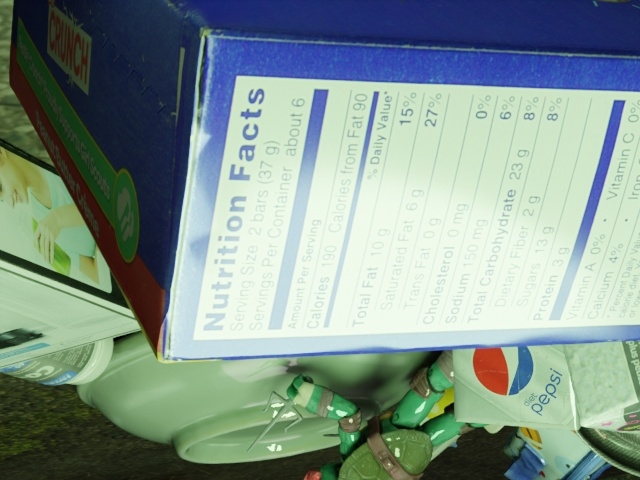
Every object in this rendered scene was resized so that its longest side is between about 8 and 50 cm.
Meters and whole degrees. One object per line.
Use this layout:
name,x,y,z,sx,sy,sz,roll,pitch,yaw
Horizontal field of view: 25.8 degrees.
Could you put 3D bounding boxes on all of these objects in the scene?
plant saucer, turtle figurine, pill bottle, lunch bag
plant saucer,-0.051,0.162,1.459,0.401,0.100,0.400,-9,162,-3
turtle figurine,0.061,0.179,1.300,0.234,0.118,0.175,-33,143,13
pill bottle,-0.231,0.077,1.142,0.078,0.078,0.137,-16,161,18
lunch bag,0.298,0.168,1.463,0.243,0.115,0.303,-44,165,-9

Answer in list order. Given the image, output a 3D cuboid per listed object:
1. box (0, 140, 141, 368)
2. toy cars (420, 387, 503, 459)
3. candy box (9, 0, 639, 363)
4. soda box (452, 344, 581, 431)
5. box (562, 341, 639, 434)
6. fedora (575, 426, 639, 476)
box,-0.248,0.009,0.914,0.169,0.087,0.290,-15,161,17
toy cars,0.153,0.183,1.533,0.176,0.087,0.393,-39,171,-20
candy box,0.055,-0.067,0.564,0.317,0.268,0.122,0,116,-23
soda box,0.189,0.053,1.059,0.091,0.098,0.286,1,-167,26
box,0.213,-0.028,0.780,0.163,0.247,0.142,-22,157,33
fedora,0.350,0.110,1.242,0.276,0.243,0.124,4,-174,-6
